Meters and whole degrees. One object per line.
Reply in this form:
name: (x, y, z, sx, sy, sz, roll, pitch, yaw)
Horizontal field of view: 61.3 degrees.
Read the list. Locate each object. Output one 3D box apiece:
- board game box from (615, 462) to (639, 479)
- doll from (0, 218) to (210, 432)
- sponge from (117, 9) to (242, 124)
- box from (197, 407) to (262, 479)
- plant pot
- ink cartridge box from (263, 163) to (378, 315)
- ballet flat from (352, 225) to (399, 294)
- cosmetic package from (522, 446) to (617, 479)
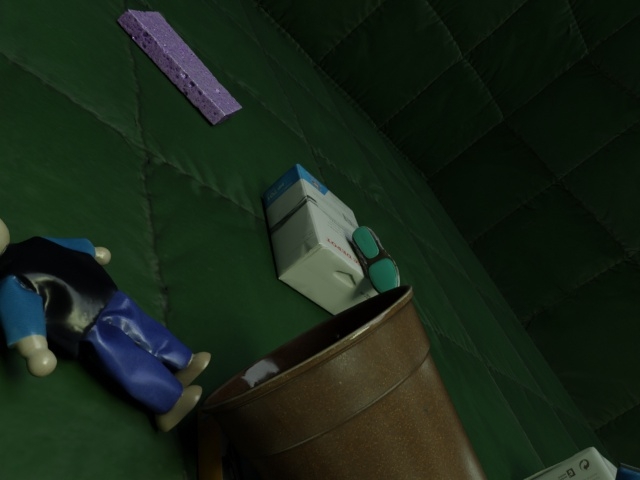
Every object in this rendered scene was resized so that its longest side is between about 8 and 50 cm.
board game box: (0.314, 0.392, 0.461, 0.302, 0.086, 0.308, 37, 67, -37)
doll: (-0.157, 0.048, 0.353, 0.189, 0.046, 0.129, 45, 18, -20)
sponge: (-0.220, -0.280, 0.871, 0.210, 0.031, 0.117, 48, 18, -10)
box: (-0.051, 0.175, 0.396, 0.081, 0.028, 0.136, 39, 19, -34)
plant pot: (0.031, 0.141, 0.375, 0.165, 0.167, 0.167, 60, 18, 3)
ink cartridge box: (0.000, 0.000, 0.774, 0.140, 0.082, 0.190, 38, 24, -35)
ballet flat: (0.077, 0.031, 0.713, 0.041, 0.041, 0.114, 29, 30, -49)
cosmetic package: (0.455, 0.522, 0.750, 0.217, 0.156, 0.385, 42, 21, -26)
